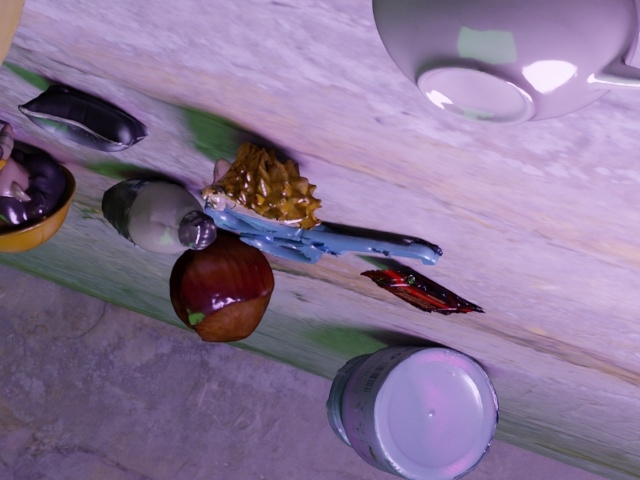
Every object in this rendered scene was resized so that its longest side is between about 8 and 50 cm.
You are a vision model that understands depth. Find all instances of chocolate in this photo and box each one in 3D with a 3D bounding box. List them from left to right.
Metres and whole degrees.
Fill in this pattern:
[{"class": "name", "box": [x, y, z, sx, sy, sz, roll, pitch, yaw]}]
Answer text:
[{"class": "chocolate", "box": [0.140, 0.070, 1.499, 0.182, 0.028, 0.086, 28, 159, -32]}]

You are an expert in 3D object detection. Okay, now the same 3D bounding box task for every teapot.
[{"class": "teapot", "box": [0.108, -0.115, 0.603, 0.226, 0.092, 0.145, 14, 167, 20]}]

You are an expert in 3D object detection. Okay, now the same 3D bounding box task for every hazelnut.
[{"class": "hazelnut", "box": [-0.156, 0.078, 1.690, 0.161, 0.170, 0.202, 25, 157, -10]}]

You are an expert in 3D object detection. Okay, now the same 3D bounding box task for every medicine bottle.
[{"class": "medicine bottle", "box": [0.154, 0.311, 2.029, 0.245, 0.245, 0.290, 25, 169, -17]}]

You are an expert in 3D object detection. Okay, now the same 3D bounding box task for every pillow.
[{"class": "pillow", "box": [-0.264, -0.133, 1.233, 0.136, 0.055, 0.091, 22, 170, 3]}]

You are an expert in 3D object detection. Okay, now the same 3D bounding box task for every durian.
[{"class": "durian", "box": [-0.070, -0.062, 1.182, 0.140, 0.078, 0.224, 12, -178, -18]}]

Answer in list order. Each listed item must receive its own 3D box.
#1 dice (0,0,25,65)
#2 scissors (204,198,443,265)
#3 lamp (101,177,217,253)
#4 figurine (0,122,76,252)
[{"class": "dice", "box": [-0.331, -0.192, 0.814, 0.166, 0.169, 0.169, 20, 168, 9]}, {"class": "scissors", "box": [0.000, 0.001, 1.420, 0.393, 0.032, 0.180, 9, 163, 45]}, {"class": "lamp", "box": [-0.225, -0.036, 1.493, 0.250, 0.101, 0.101, 20, 171, 47]}, {"class": "figurine", "box": [-0.470, -0.080, 1.568, 0.192, 0.167, 0.257, 30, 172, 32]}]
